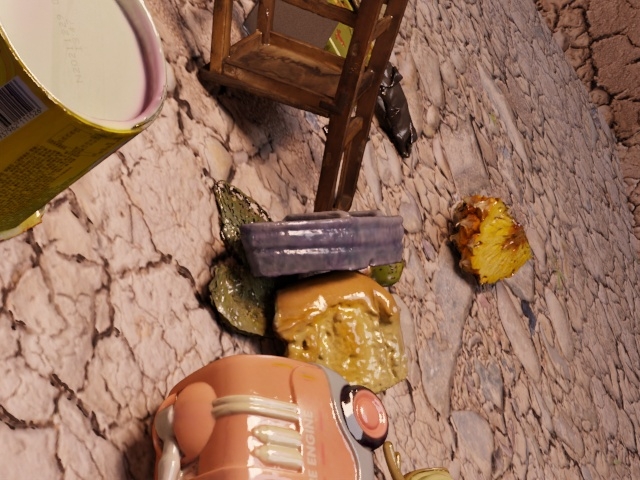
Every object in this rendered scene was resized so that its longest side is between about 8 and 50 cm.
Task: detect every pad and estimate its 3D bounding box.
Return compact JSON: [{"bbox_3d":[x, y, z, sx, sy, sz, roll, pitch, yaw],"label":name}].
[{"bbox_3d":[-0.043,-0.354,1.549,0.143,0.003,0.211,50,46,-25],"label":"pad"}]

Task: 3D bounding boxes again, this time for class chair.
[{"bbox_3d":[-0.039,-0.230,1.357,0.240,0.416,0.203,21,30,9],"label":"chair"}]

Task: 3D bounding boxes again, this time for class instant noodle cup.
[{"bbox_3d":[-0.276,-0.150,0.838,0.264,0.200,0.264,38,39,-40],"label":"instant noodle cup"}]

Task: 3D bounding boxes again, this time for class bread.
[{"bbox_3d":[0.045,0.121,1.242,0.251,0.133,0.174,-15,90,-67],"label":"bread"}]

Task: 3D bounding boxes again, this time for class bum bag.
[{"bbox_3d":[0.145,-0.245,1.768,0.087,0.049,0.198,-76,151,-43],"label":"bum bag"}]

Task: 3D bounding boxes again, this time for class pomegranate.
[{"bbox_3d":[0.087,0.035,1.478,0.084,0.073,0.073,17,51,-25],"label":"pomegranate"}]

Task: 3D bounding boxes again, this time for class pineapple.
[{"bbox_3d":[0.295,-0.006,1.856,0.164,0.140,0.250,34,-6,29],"label":"pineapple"}]

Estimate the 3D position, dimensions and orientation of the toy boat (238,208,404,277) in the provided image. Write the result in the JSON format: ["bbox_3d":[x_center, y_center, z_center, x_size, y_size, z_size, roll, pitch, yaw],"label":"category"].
[{"bbox_3d":[0.000,0.000,1.230,0.283,0.127,0.078,-6,95,-52],"label":"toy boat"}]

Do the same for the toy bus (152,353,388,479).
[{"bbox_3d":[-0.062,0.245,0.933,0.232,0.194,0.288,29,45,-38],"label":"toy bus"}]

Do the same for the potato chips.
[{"bbox_3d":[-0.087,0.034,1.212,0.202,0.029,0.220,56,28,-24],"label":"potato chips"}]

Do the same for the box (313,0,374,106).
[{"bbox_3d":[0.010,-0.399,1.688,0.311,0.043,0.173,59,29,-16],"label":"box"}]

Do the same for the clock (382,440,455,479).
[{"bbox_3d":[0.141,0.414,1.250,0.308,0.096,0.235,56,31,-20],"label":"clock"}]

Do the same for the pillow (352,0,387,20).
[{"bbox_3d":[0.073,-0.524,1.881,0.119,0.053,0.208,-10,75,-64],"label":"pillow"}]

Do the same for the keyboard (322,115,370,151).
[{"bbox_3d":[0.047,-0.182,1.624,0.053,0.010,0.155,64,28,-3],"label":"keyboard"}]
